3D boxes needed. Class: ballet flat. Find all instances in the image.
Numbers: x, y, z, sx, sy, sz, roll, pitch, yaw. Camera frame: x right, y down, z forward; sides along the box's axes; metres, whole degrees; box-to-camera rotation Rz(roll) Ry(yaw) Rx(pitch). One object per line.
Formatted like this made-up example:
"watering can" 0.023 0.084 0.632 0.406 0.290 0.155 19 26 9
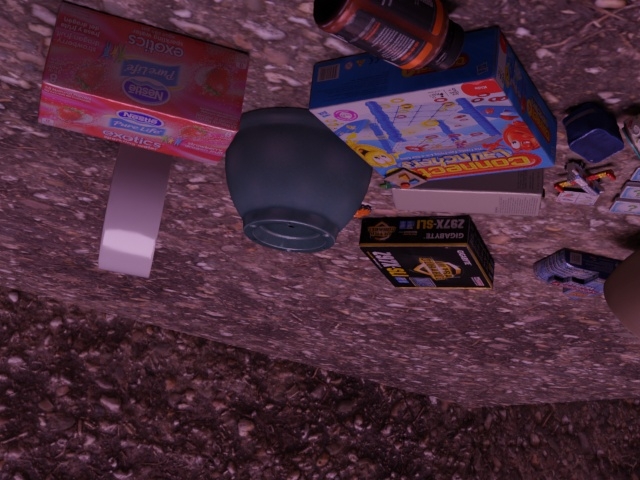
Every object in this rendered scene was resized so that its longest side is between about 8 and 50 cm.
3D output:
"ballet flat" 0.568 -0.146 1.441 0.077 0.091 0.241 -29 151 20

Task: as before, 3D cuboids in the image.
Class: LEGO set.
"LEGO set" 0.532 -0.088 1.652 0.244 0.060 0.182 7 157 3

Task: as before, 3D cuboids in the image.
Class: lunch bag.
"lunch bag" 0.446 -0.177 1.412 0.098 0.065 0.067 24 139 -37

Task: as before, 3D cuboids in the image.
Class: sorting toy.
"sorting toy" 0.143 -0.103 1.543 0.062 0.012 0.083 18 158 -29

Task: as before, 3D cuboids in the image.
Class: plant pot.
"plant pot" 0.774 0.092 1.827 0.284 0.284 0.191 12 126 -14
"plant pot" -0.046 -0.093 1.624 0.292 0.196 0.293 6 161 2

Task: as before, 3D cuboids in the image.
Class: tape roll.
"tape roll" -0.349 -0.076 1.652 0.100 0.286 0.286 11 161 -10

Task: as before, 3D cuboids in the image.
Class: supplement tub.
"supplement tub" 0.095 -0.290 1.143 0.197 0.106 0.106 19 158 -30

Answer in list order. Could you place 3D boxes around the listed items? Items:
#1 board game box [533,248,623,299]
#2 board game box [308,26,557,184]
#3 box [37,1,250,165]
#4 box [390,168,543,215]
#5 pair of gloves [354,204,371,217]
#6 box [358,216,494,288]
"board game box" 0.630 0.091 2.121 0.194 0.060 0.194 11 160 -13
"board game box" 0.189 -0.201 1.397 0.308 0.086 0.302 -5 157 31
"box" -0.278 -0.240 1.365 0.299 0.142 0.154 13 159 -17
"box" 0.273 -0.111 1.616 0.275 0.094 0.113 4 160 10
"pair of gloves" 0.069 -0.069 1.935 0.083 0.010 0.074 14 160 -18
"box" 0.261 0.035 2.070 0.257 0.079 0.322 1 160 22
